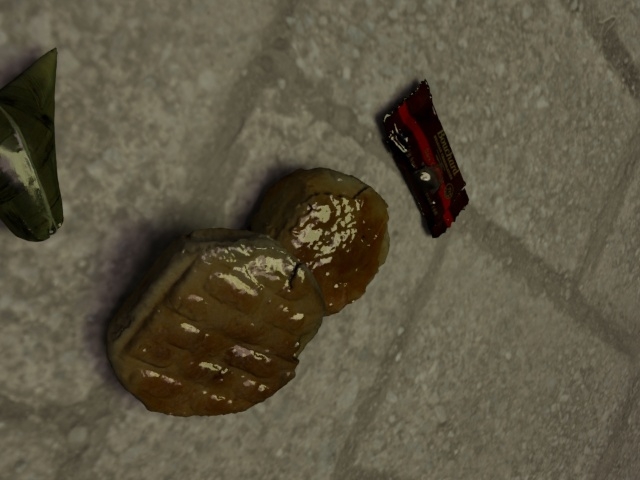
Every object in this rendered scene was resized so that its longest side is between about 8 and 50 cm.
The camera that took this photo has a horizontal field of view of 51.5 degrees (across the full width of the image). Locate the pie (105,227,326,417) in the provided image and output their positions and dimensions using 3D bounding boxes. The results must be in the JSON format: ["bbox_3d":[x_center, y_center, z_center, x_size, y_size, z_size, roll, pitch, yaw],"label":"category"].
[{"bbox_3d":[-0.085,0.080,0.584,0.195,0.046,0.195,-8,124,-13],"label":"pie"}]

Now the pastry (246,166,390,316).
[{"bbox_3d":[0.001,0.002,0.649,0.153,0.081,0.153,-16,114,-38],"label":"pastry"}]

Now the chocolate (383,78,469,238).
[{"bbox_3d":[0.127,-0.087,0.761,0.086,0.028,0.182,-44,124,-24],"label":"chocolate"}]

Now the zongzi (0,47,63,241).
[{"bbox_3d":[-0.206,-0.068,0.491,0.113,0.052,0.104,-54,137,-31],"label":"zongzi"}]
